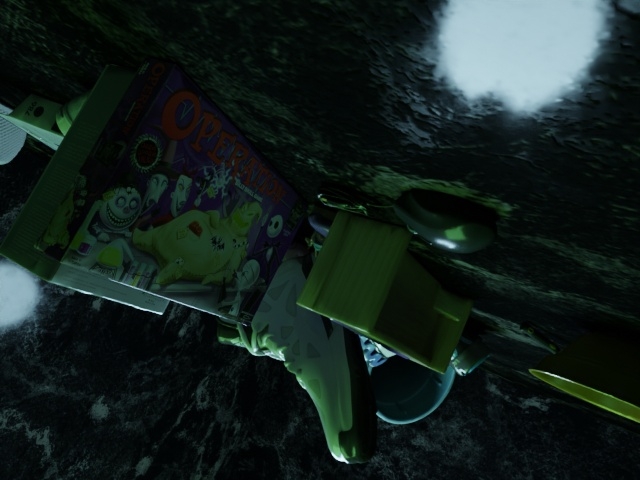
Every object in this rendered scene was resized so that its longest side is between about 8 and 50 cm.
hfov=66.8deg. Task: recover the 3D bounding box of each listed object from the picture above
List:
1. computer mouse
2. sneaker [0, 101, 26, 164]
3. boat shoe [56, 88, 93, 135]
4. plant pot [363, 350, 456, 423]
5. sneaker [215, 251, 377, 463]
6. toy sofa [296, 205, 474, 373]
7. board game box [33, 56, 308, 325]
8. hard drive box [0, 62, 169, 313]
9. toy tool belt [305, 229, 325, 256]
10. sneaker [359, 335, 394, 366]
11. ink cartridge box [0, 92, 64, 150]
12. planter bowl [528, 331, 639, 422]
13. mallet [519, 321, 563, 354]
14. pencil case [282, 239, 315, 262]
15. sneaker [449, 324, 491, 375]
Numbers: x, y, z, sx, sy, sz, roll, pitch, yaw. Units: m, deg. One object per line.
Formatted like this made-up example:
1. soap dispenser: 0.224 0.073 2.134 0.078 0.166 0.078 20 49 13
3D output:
1. computer mouse: 0.077 -0.026 0.530 0.071 0.041 0.242 32 169 -40
2. sneaker: -0.817 -0.302 1.125 0.150 0.135 0.366 33 162 -3
3. boat shoe: -0.262 -0.129 0.709 0.227 0.081 0.079 41 -154 -45
4. plant pot: 0.226 0.384 1.658 0.341 0.341 0.334 30 178 -26
5. sneaker: -0.055 0.211 0.891 0.447 0.258 0.169 -103 -6 -49
6. toy sofa: 0.102 0.092 0.788 0.177 0.150 0.363 17 168 36
7. board game box: -0.135 -0.023 0.586 0.056 0.208 0.347 17 169 25
8. hard drive box: -0.214 -0.049 0.567 0.089 0.232 0.181 22 170 25
9. toy tool belt: 0.000 0.000 0.845 0.052 0.051 0.083 24 170 9
10. sneaker: 0.154 0.165 1.176 0.182 0.127 0.315 -20 121 20
11. ink cartridge box: -0.426 -0.184 0.905 0.333 0.065 0.165 21 170 19
12. planter bowl: 0.416 0.187 0.676 0.217 0.090 0.217 24 171 4
13. mallet: 0.437 0.196 0.878 0.190 0.062 0.039 42 166 -12
14. pencil case: -0.150 0.023 1.148 0.284 0.124 0.124 27 171 -11
15. sneaker: 0.333 0.241 1.236 0.139 0.125 0.341 51 177 10
